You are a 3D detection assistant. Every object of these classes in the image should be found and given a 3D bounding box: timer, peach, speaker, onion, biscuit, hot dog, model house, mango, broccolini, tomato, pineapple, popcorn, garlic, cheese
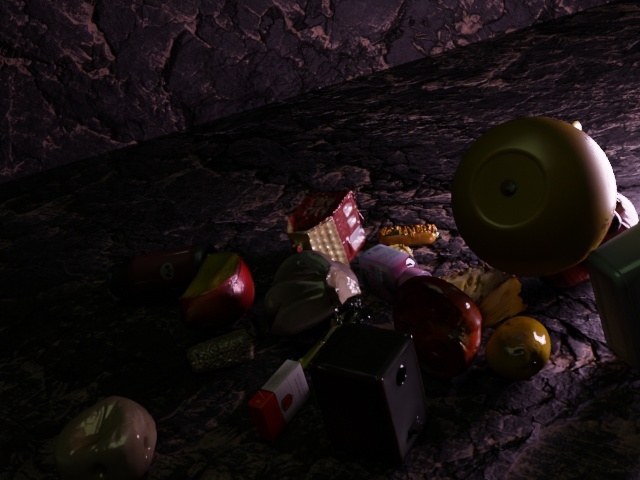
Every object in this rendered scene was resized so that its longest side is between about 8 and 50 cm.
[{"bbox_3d":[0.470,-0.092,1.597,0.376,0.376,0.387,4,1,31],"label":"timer"},{"bbox_3d":[-0.266,0.152,1.996,0.154,0.158,0.267,-15,25,23],"label":"peach"},{"bbox_3d":[0.102,0.303,1.486,0.193,0.230,0.153,6,36,34],"label":"speaker"},{"bbox_3d":[0.654,0.021,1.782,0.272,0.195,0.272,-48,12,14],"label":"onion"},{"bbox_3d":[-0.251,0.280,1.866,0.169,0.070,0.082,-16,20,4],"label":"biscuit"},{"bbox_3d":[0.256,-0.016,2.144,0.188,0.055,0.072,-7,29,17],"label":"hot dog"},{"bbox_3d":[0.000,0.000,2.101,0.160,0.196,0.254,4,36,32],"label":"model house"},{"bbox_3d":[0.427,0.225,1.606,0.137,0.098,0.195,-9,25,19],"label":"mango"},{"bbox_3d":[-0.012,0.259,1.775,0.079,0.074,0.392,2,32,41],"label":"broccolini"},{"bbox_3d":[0.271,0.176,1.641,0.140,0.233,0.200,-22,23,-39],"label":"tomato"},{"bbox_3d":[0.367,0.146,1.781,0.237,0.114,0.186,-10,28,30],"label":"pineapple"},{"bbox_3d":[0.217,0.041,2.064,0.082,0.057,0.083,-5,34,31],"label":"popcorn"},{"bbox_3d":[-0.021,0.144,1.872,0.292,0.210,0.237,-22,43,40],"label":"garlic"},{"bbox_3d":[-0.466,0.449,1.629,0.218,0.117,0.235,10,41,35],"label":"cheese"}]

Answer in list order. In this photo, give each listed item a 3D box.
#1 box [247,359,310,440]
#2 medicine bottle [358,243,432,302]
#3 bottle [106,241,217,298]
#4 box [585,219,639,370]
[{"bbox_3d":[-0.089,0.351,1.631,0.048,0.100,0.152,7,36,39],"label":"box"},{"bbox_3d":[0.196,0.093,1.917,0.094,0.119,0.188,-30,31,-30],"label":"medicine bottle"},{"bbox_3d":[-0.476,0.096,2.210,0.336,0.144,0.144,-9,30,13],"label":"bottle"},{"bbox_3d":[0.662,0.110,1.490,0.183,0.311,0.175,-27,30,-3],"label":"box"}]
